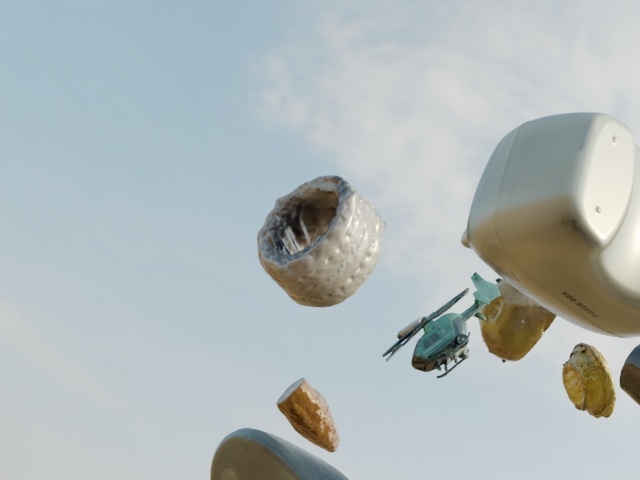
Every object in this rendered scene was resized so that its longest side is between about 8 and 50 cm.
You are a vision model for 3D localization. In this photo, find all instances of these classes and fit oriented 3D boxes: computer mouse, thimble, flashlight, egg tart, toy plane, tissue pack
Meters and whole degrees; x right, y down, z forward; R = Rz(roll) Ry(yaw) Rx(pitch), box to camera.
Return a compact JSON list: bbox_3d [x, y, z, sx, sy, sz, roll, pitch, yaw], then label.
[{"bbox_3d":[-0.033,0.440,1.566,0.122,0.188,0.371,1,20,-46],"label":"computer mouse"},{"bbox_3d":[0.000,0.000,1.887,0.217,0.245,0.157,47,-1,45],"label":"thimble"},{"bbox_3d":[0.168,0.163,1.750,0.018,0.018,0.083,36,-35,-7],"label":"flashlight"},{"bbox_3d":[0.628,0.335,2.259,0.074,0.191,0.191,-12,-23,-12],"label":"egg tart"},{"bbox_3d":[0.215,0.147,1.579,0.096,0.235,0.060,41,-23,31],"label":"toy plane"},{"bbox_3d":[0.362,-0.013,1.308,0.333,0.229,0.236,33,-25,-29],"label":"tissue pack"}]

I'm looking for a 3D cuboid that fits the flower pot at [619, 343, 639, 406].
[{"bbox_3d":[0.883,0.361,2.504,0.148,0.235,0.235,26,-20,42],"label":"flower pot"}]

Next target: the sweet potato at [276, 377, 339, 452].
[{"bbox_3d":[-0.018,0.393,2.127,0.097,0.097,0.251,7,-36,36],"label":"sweet potato"}]

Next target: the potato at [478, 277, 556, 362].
[{"bbox_3d":[0.422,0.134,1.999,0.138,0.243,0.098,33,-3,-3],"label":"potato"}]
